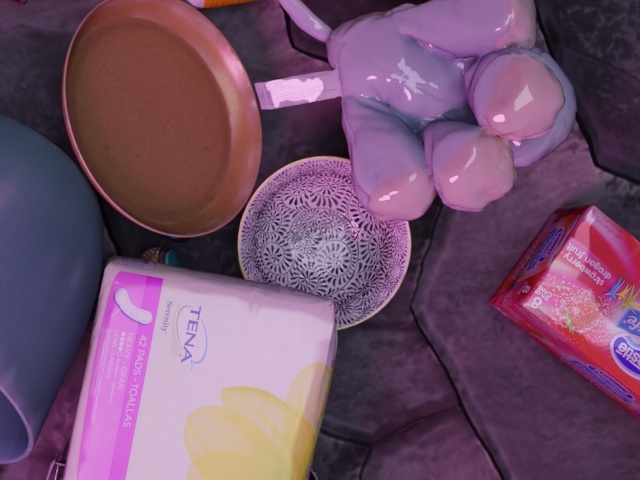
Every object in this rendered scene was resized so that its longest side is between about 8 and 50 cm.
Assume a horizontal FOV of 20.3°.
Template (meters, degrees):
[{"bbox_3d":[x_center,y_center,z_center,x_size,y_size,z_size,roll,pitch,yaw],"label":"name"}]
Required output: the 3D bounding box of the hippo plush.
[{"bbox_3d":[0.118,-0.111,1.707,0.294,0.236,0.234,0,77,26],"label":"hippo plush"}]

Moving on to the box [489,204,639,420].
[{"bbox_3d":[0.316,0.090,1.800,0.257,0.122,0.128,38,83,-8],"label":"box"}]

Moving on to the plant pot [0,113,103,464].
[{"bbox_3d":[-0.329,0.022,1.601,0.293,0.293,0.235,33,62,-8],"label":"plant pot"}]

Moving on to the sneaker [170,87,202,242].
[{"bbox_3d":[-0.148,-0.076,1.754,0.073,0.063,0.162,-4,80,-2],"label":"sneaker"}]

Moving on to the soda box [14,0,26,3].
[{"bbox_3d":[-0.284,-0.368,1.715,0.092,0.083,0.263,18,85,-11],"label":"soda box"}]

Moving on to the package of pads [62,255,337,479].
[{"bbox_3d":[-0.114,0.177,1.656,0.229,0.101,0.297,11,87,-8],"label":"package of pads"}]

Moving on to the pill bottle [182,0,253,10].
[{"bbox_3d":[-0.078,-0.289,1.736,0.215,0.117,0.117,-11,91,-11],"label":"pill bottle"}]

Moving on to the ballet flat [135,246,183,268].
[{"bbox_3d":[-0.146,0.110,1.748,0.067,0.073,0.206,-17,89,16],"label":"ballet flat"}]

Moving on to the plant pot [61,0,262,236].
[{"bbox_3d":[-0.151,-0.115,1.667,0.236,0.032,0.236,16,66,-41],"label":"plant pot"}]

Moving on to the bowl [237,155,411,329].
[{"bbox_3d":[0.000,0.000,1.758,0.170,0.080,0.170,-1,96,-6],"label":"bowl"}]

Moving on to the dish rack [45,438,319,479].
[{"bbox_3d":[-0.143,0.295,1.734,0.271,0.074,0.208,13,85,-9],"label":"dish rack"}]
